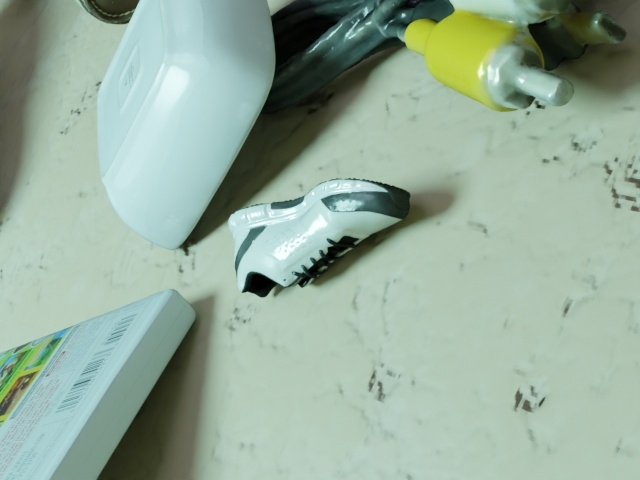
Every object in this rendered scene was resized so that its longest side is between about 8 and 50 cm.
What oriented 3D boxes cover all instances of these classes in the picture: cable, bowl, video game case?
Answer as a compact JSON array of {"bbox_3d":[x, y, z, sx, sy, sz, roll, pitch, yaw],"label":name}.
[{"bbox_3d":[0.043,-0.125,0.601,0.287,0.072,0.139,11,74,52],"label":"cable"},{"bbox_3d":[-0.082,-0.082,0.693,0.142,0.053,0.142,-57,30,33],"label":"bowl"},{"bbox_3d":[-0.182,0.130,0.630,0.206,0.026,0.227,-20,29,38],"label":"video game case"}]

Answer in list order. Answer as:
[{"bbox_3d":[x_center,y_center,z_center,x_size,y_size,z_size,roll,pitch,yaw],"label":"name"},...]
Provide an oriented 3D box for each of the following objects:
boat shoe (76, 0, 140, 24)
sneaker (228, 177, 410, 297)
[{"bbox_3d":[-0.060,-0.227,0.794,0.257,0.095,0.095,-44,42,13],"label":"boat shoe"},{"bbox_3d":[0.000,0.000,0.585,0.109,0.040,0.043,-18,64,44],"label":"sneaker"}]
